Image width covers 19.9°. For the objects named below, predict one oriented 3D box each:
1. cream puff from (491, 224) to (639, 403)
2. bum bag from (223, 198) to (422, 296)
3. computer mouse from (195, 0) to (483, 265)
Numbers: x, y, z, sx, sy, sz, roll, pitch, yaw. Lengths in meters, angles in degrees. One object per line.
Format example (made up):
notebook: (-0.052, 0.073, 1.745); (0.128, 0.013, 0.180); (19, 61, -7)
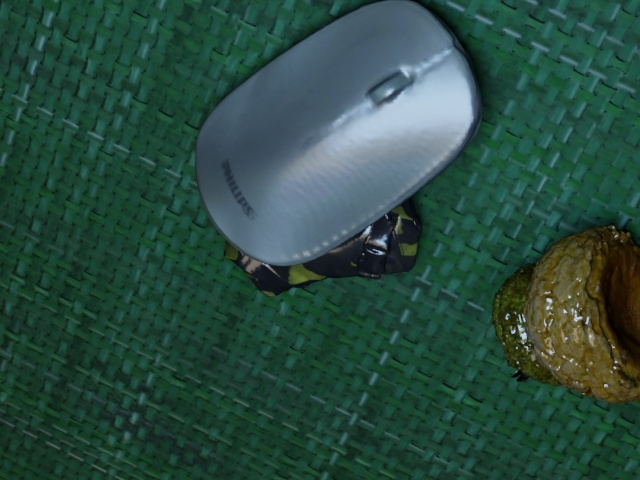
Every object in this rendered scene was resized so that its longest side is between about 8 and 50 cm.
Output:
cream puff: (0.252, 0.088, 1.861); (0.169, 0.183, 0.183); (-17, 111, 38)
bum bag: (0.000, 0.000, 1.943); (0.232, 0.060, 0.107); (-11, 104, 26)
computer mouse: (0.009, -0.106, 1.840); (0.331, 0.095, 0.197); (-35, 85, 26)
